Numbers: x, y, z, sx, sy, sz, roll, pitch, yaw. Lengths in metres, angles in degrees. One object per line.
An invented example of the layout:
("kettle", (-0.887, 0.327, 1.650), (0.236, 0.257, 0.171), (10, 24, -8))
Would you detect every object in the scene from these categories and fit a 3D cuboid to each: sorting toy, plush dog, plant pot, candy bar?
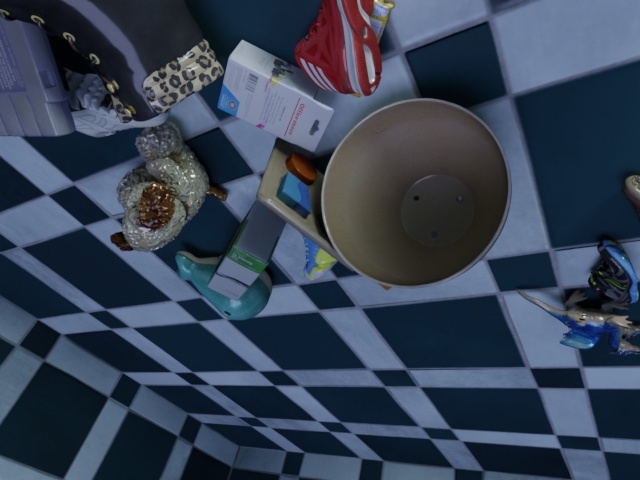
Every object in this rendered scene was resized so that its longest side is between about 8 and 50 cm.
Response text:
("sorting toy", (0.028, -0.049, 0.795), (0.307, 0.229, 0.041), (37, 120, -23))
("plush dog", (-0.321, -0.072, 0.885), (0.211, 0.225, 0.262), (32, 138, -18))
("plant pot", (0.169, -0.062, 0.721), (0.284, 0.283, 0.191), (-7, 171, 27))
("candy bar", (0.066, -0.285, 0.654), (0.040, 0.018, 0.161), (18, 140, -5))

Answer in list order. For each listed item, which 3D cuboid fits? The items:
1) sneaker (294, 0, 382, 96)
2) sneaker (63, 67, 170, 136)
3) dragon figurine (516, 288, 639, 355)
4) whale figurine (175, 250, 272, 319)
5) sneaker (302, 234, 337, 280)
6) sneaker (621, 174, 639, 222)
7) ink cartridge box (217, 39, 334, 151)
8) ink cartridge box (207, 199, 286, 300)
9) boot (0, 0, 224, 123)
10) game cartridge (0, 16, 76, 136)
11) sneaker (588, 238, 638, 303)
("sneaker", (0.005, -0.309, 0.598), (0.128, 0.087, 0.221), (12, 125, 34))
("sneaker", (-0.402, -0.249, 0.816), (0.293, 0.110, 0.118), (11, 152, 16))
("dragon figurine", (0.582, 0.187, 0.970), (0.290, 0.085, 0.144), (6, 139, 12))
("whale figurine", (-0.270, 0.122, 1.163), (0.272, 0.141, 0.216), (20, 141, -2))
("sneaker", (0.000, 0.000, 0.983), (0.126, 0.091, 0.240), (45, 139, -1))
("sneaker", (0.563, -0.038, 0.726), (0.189, 0.066, 0.071), (26, 141, -10))
("ink cartridge box", (-0.069, -0.237, 0.727), (0.182, 0.061, 0.104), (25, 141, -8))
("ink cartridge box", (-0.171, 0.027, 1.006), (0.087, 0.153, 0.208), (29, 139, -13))
("boot", (-0.352, -0.296, 0.615), (0.378, 0.138, 0.284), (-26, 129, 1))
("game cartridge", (-0.543, -0.346, 0.696), (0.231, 0.068, 0.354), (2, 118, 12))
("sneaker", (0.569, 0.071, 0.852), (0.078, 0.067, 0.188), (-17, 133, 27))
